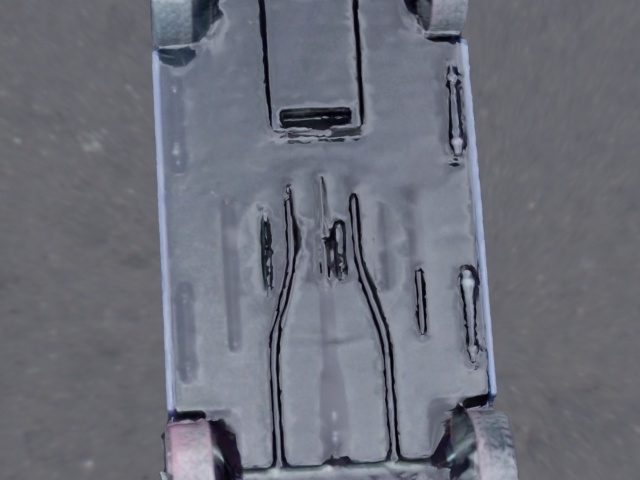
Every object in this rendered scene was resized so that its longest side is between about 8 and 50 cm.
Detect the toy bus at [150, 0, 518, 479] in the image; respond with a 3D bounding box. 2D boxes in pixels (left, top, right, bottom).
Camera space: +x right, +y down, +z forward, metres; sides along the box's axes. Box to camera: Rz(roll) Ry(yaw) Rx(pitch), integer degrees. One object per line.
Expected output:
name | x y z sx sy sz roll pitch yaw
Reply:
toy bus | 0.000 0.000 0.417 0.073 0.076 0.167 -2 79 -4
